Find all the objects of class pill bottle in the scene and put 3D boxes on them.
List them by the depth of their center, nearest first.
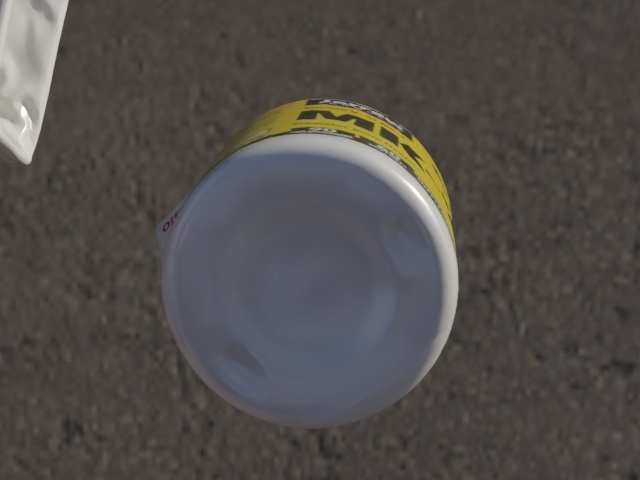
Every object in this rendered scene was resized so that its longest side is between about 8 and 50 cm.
[{"bbox_3d":[0.000,0.000,0.842,0.119,0.119,0.208,4,11,2],"label":"pill bottle"}]

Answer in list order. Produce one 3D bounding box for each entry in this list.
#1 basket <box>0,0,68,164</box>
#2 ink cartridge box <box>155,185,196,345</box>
[{"bbox_3d":[-0.240,-0.147,1.288,0.103,0.113,0.167,7,79,10],"label":"basket"},{"bbox_3d":[-0.071,0.014,1.464,0.056,0.099,0.135,28,30,-33],"label":"ink cartridge box"}]
